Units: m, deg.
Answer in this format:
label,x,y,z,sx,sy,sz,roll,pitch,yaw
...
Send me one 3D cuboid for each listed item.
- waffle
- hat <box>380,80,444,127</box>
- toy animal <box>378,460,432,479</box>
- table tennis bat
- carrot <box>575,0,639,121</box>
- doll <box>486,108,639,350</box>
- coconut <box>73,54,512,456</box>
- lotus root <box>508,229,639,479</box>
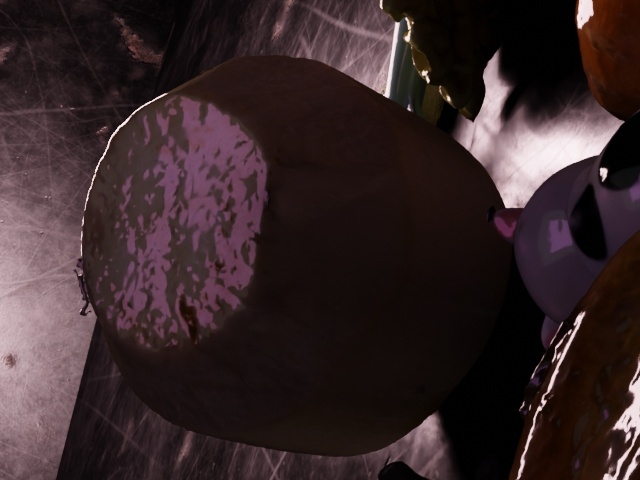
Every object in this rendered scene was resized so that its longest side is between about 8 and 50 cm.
label,x,y,z,sx,sy,sz,roll,pitch,yaw
waffle,0.104,-0.229,0.897,0.054,0.204,0.223,-7,59,32
hat,0.078,-0.130,1.052,0.077,0.059,0.076,10,88,66
toy animal,0.065,0.233,0.639,0.245,0.146,0.114,-55,19,38
table tennis bat,0.069,-0.093,0.990,0.153,0.040,0.244,45,133,52
carrot,0.211,-0.160,0.596,0.159,0.159,0.225,-104,26,-57
doll,0.177,-0.010,0.602,0.181,0.107,0.110,132,129,-62
coconut,-0.013,0.015,0.858,0.323,0.323,0.322,-163,90,-71
lotus root,0.165,0.099,0.431,0.193,0.193,0.290,-175,102,-71
